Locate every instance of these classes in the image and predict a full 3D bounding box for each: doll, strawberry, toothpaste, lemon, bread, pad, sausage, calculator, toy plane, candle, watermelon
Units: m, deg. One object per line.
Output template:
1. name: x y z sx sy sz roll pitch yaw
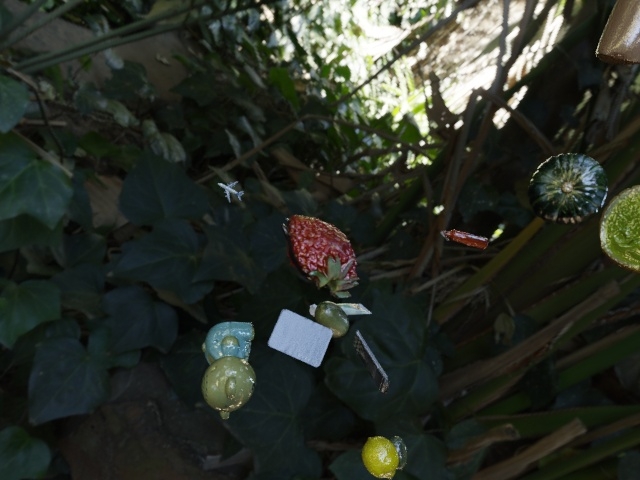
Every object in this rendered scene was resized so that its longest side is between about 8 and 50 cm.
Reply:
1. doll: -0.277 0.387 1.606 0.161 0.177 0.261 6 42 -17
2. strawberry: 0.000 0.000 1.501 0.233 0.137 0.307 25 31 -44
3. toothpaste: 0.084 0.291 2.227 0.314 0.056 0.058 4 67 -42
4. lemon: 0.181 0.653 1.602 0.133 0.109 0.109 57 22 17
5. bread: 0.782 -0.027 1.251 0.070 0.236 0.236 17 40 -50
6. pad: -0.054 0.267 1.459 0.157 0.112 0.003 25 -15 -4
7. sausage: 0.782 -0.552 1.319 0.123 0.253 0.123 23 5 -2
8. calculator: 0.215 0.521 2.288 0.274 0.028 0.166 57 -19 32
9. toy plane: -0.275 -0.154 1.626 0.084 0.024 0.078 22 64 -15
10. candle: 0.480 -0.003 1.781 0.053 0.162 0.048 95 10 -70
11. watermelon: 0.254 0.713 1.784 0.078 0.078 0.111 17 64 -56

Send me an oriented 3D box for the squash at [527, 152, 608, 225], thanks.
1. squash: 0.709 -0.145 1.534 0.218 0.218 0.172 53 15 3

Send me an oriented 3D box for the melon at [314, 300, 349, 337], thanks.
1. melon: 0.035 0.250 1.693 0.162 0.099 0.099 54 13 -49
